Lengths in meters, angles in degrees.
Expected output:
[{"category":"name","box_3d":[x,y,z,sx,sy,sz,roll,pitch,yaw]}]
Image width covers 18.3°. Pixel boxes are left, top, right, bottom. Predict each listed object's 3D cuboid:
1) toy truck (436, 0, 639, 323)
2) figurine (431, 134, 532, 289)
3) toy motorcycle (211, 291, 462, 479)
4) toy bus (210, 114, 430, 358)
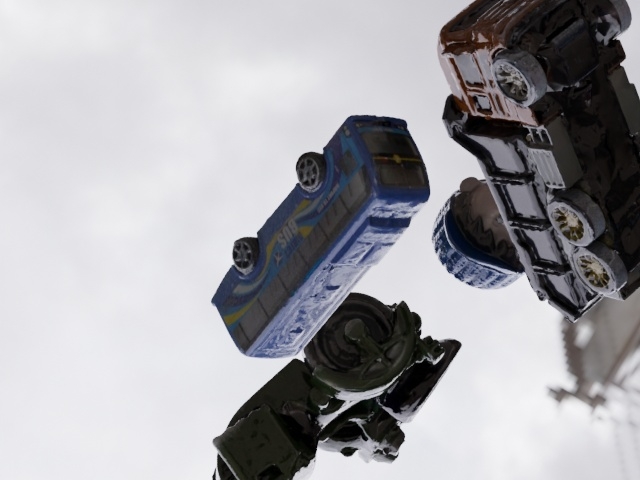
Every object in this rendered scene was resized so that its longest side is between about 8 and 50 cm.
[{"category":"toy truck","box_3d":[0.134,-0.052,1.089,0.083,0.192,0.092,-38,-153,-25]},{"category":"figurine","box_3d":[0.133,-0.035,1.359,0.086,0.149,0.087,28,-171,-30]},{"category":"toy motorcycle","box_3d":[-0.014,0.156,1.472,0.127,0.205,0.275,43,-108,11]},{"category":"toy bus","box_3d":[0.000,0.000,1.060,0.051,0.153,0.061,-1,-128,-43]}]
